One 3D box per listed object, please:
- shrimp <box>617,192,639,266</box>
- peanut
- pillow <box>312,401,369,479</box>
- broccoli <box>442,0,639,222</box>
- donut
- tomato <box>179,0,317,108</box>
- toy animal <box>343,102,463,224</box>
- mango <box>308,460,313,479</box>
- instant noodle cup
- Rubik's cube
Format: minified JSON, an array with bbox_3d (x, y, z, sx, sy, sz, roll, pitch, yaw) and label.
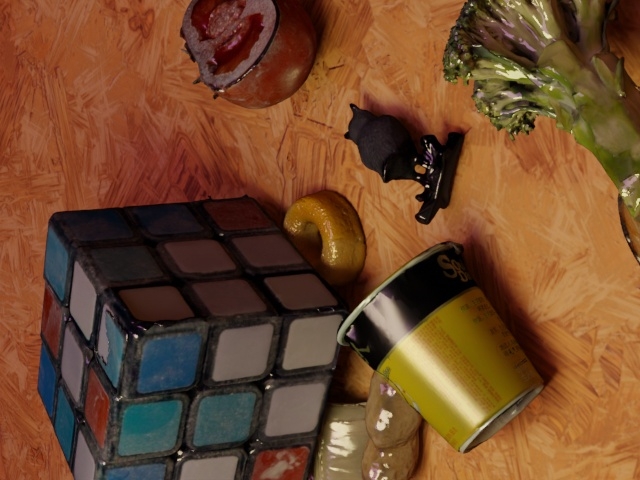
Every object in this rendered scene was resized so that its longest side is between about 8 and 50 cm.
[{"bbox_3d":[0.440,0.022,1.638,0.222,0.054,0.290,66,164,-5],"label":"shrimp"},{"bbox_3d":[0.103,0.273,2.064,0.085,0.104,0.228,15,116,24],"label":"peanut"},{"bbox_3d":[0.044,0.335,2.150,0.119,0.053,0.208,0,100,8],"label":"pillow"},{"bbox_3d":[0.291,-0.159,1.662,0.252,0.221,0.361,-24,59,26],"label":"broccoli"},{"bbox_3d":[0.000,0.000,2.151,0.152,0.058,0.152,9,103,46],"label":"donut"},{"bbox_3d":[-0.089,-0.287,2.107,0.180,0.155,0.214,-43,47,25],"label":"tomato"},{"bbox_3d":[0.088,-0.115,1.995,0.210,0.117,0.121,29,124,36],"label":"toy animal"},{"bbox_3d":[-0.008,0.339,2.227,0.101,0.066,0.188,-15,81,45],"label":"mango"},{"bbox_3d":[0.172,0.151,1.920,0.236,0.215,0.215,50,130,15],"label":"instant noodle cup"},{"bbox_3d":[-0.209,0.169,2.117,0.363,0.362,0.359,45,134,49],"label":"Rubik's cube"}]
